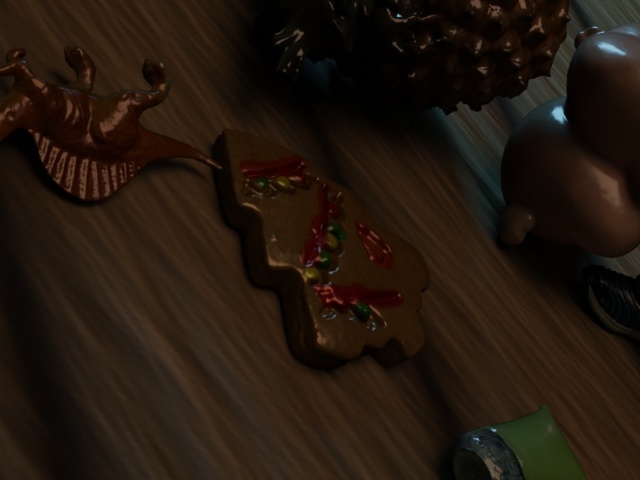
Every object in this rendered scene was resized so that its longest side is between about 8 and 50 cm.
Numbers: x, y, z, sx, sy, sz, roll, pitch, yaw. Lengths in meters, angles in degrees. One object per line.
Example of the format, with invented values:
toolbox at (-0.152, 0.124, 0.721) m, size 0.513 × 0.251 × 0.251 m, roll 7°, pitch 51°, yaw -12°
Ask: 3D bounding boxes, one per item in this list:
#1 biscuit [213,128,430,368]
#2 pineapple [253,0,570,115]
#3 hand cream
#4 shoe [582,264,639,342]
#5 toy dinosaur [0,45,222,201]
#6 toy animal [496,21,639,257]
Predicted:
biscuit at (0.000, 0.000, 1.015) m, size 0.238 × 0.041 × 0.212 m, roll 50°, pitch 34°, yaw 2°
pineapple at (0.064, -0.215, 1.179) m, size 0.357 × 0.223 × 0.223 m, roll -13°, pitch 65°, yaw -43°
hand cream at (0.165, 0.181, 1.014) m, size 0.175 × 0.046 × 0.095 m, roll 5°, pitch 50°, yaw -55°
shoe at (0.332, 0.061, 1.310) m, size 0.143 × 0.071 × 0.064 m, roll 25°, pitch 38°, yaw -24°
toy dinosaur at (-0.159, -0.077, 0.898) m, size 0.212 × 0.057 × 0.142 m, roll 33°, pitch 46°, yaw -20°
toy animal at (0.290, -0.103, 1.261) m, size 0.210 × 0.229 × 0.221 m, roll -27°, pitch 114°, yaw -50°
